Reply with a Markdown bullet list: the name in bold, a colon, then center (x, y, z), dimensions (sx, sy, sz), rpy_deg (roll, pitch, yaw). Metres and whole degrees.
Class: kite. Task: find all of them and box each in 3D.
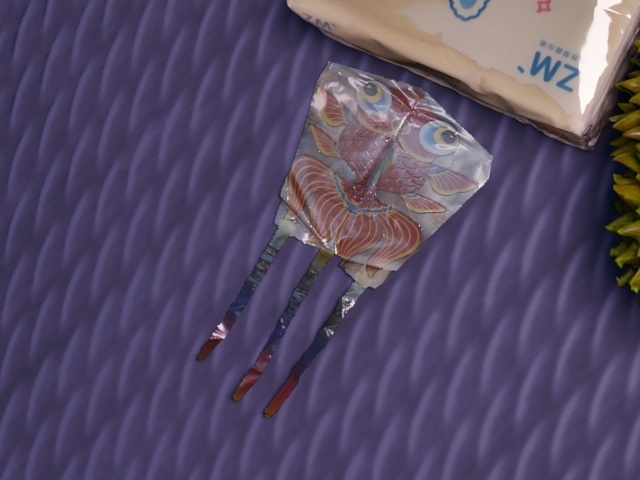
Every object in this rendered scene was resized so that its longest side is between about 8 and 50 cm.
- **kite**: center (0.001, 0.000, 0.888), dimensions (0.127, 0.016, 0.229), rpy_deg (37, 96, 17)

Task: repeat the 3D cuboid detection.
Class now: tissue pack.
- **tissue pack**: center (0.100, -0.158, 0.818), dimensions (0.196, 0.092, 0.148), rpy_deg (26, 96, 15)

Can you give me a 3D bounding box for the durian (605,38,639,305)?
- **durian**: center (0.244, -0.045, 0.727), dimensions (0.176, 0.200, 0.237), rpy_deg (6, 102, -11)
